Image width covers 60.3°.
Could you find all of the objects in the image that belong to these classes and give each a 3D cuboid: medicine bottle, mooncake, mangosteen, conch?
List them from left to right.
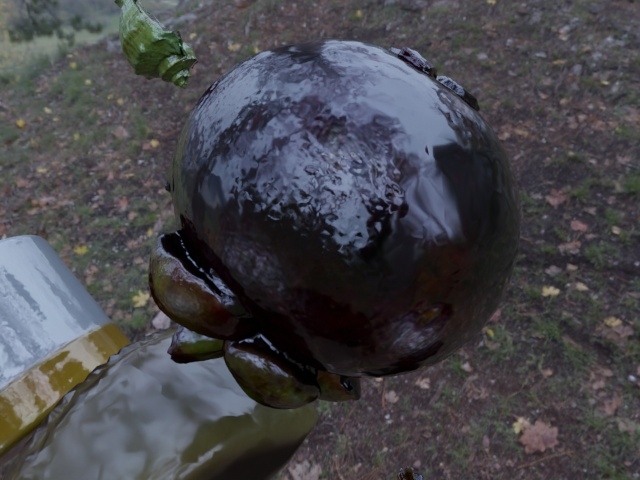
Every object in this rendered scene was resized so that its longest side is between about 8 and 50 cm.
[{"bbox_3d":[-0.420,0.149,0.763,0.232,0.238,0.238,50,47,2],"label":"medicine bottle"},{"bbox_3d":[-0.180,-0.220,0.600,0.074,0.121,0.089,-39,12,-32],"label":"conch"},{"bbox_3d":[-0.188,0.314,0.689,0.246,0.393,0.394,30,53,28],"label":"mooncake"},{"bbox_3d":[0.000,0.000,0.491,0.307,0.347,0.307,37,7,-5],"label":"mangosteen"}]

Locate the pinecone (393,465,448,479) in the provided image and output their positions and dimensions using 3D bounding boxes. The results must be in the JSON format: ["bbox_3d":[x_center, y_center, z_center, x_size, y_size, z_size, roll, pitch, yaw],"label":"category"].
[{"bbox_3d":[0.176,0.476,0.902,0.184,0.179,0.204,-16,65,-30],"label":"pinecone"}]
